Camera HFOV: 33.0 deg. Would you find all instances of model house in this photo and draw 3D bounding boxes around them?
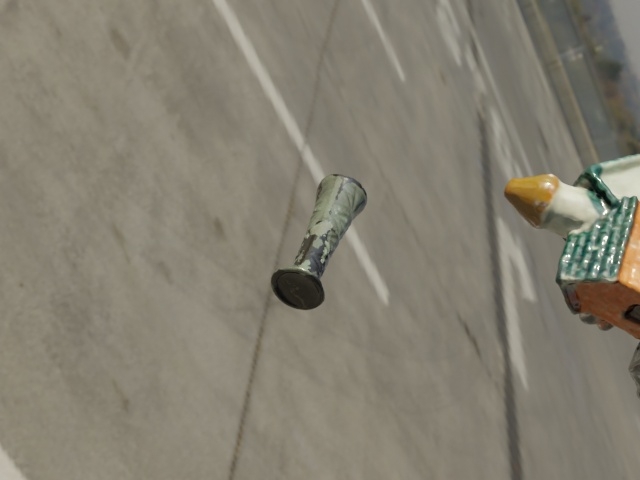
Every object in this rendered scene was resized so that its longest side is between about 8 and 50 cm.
[{"bbox_3d":[0.343,0.016,1.277,0.190,0.301,0.271,115,1,-58],"label":"model house"}]

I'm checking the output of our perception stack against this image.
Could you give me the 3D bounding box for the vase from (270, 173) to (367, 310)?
[{"bbox_3d":[0.000,0.000,1.128,0.059,0.059,0.167,61,33,-27],"label":"vase"}]
